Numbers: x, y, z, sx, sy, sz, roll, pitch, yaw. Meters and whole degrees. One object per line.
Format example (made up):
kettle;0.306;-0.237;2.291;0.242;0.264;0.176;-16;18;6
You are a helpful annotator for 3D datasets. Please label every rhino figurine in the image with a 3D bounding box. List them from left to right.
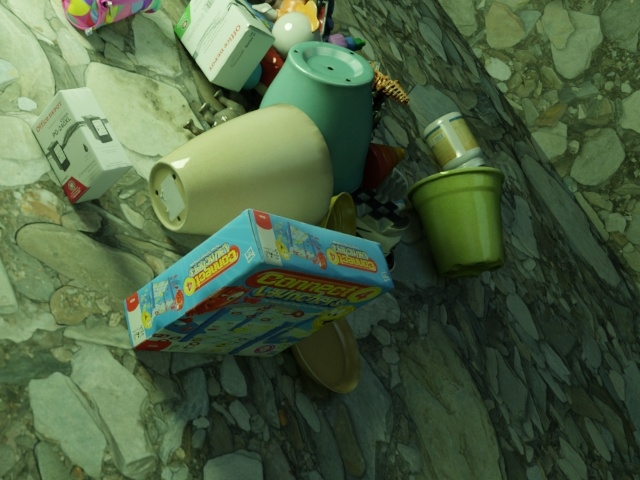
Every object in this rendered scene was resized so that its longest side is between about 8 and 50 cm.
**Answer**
rhino figurine;-0.197;-0.265;1.503;0.106;0.073;0.243;44;33;-12

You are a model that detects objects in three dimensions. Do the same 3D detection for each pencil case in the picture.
pencil case;-0.406;-0.479;1.389;0.104;0.104;0.236;50;33;-10

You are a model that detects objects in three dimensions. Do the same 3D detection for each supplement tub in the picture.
supplement tub;0.445;-0.307;2.323;0.144;0.144;0.199;-13;73;-56

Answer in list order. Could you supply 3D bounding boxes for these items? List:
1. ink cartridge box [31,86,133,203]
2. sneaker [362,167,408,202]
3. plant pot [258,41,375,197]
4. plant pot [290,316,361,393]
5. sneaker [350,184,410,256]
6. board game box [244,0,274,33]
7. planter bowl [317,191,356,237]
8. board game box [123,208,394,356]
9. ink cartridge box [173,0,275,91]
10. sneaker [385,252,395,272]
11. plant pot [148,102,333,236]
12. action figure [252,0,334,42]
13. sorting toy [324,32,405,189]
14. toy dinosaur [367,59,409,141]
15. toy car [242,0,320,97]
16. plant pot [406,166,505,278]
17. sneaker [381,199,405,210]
ink cartridge box;-0.383;-0.152;1.122;0.063;0.109;0.150;-23;81;-54
sneaker;0.098;-0.197;1.759;0.281;0.105;0.115;29;28;-10
plant pot;-0.006;-0.270;1.495;0.272;0.255;0.271;11;38;-9
plant pot;-0.001;0.193;1.379;0.236;0.032;0.236;43;29;-31
sneaker;0.045;-0.076;1.637;0.123;0.146;0.330;-24;58;-42
board game box;-0.177;-0.552;1.821;0.281;0.027;0.145;34;40;-31
planter bowl;0.000;0.000;1.480;0.217;0.091;0.217;9;90;-70
board game box;-0.094;0.085;1.120;0.308;0.302;0.086;13;52;-47
ink cartridge box;-0.210;-0.445;1.518;0.087;0.153;0.208;11;37;-50
sneaker;0.137;-0.007;1.692;0.178;0.072;0.077;60;-9;7
plant pot;-0.161;-0.108;1.285;0.274;0.256;0.256;-18;77;-41
action figure;-0.056;-0.627;1.817;0.330;0.179;0.341;45;54;-67
sorting toy;0.113;-0.309;1.645;0.126;0.127;0.365;-20;97;-28
toy dinosaur;0.113;-0.388;1.872;0.164;0.218;0.322;28;-2;-15
toy car;-0.083;-0.457;1.631;0.219;0.238;0.210;13;33;-44
plant pot;0.396;-0.035;1.946;0.276;0.276;0.253;12;64;-48
sneaker;0.161;-0.059;1.814;0.191;0.071;0.082;-14;80;-48
